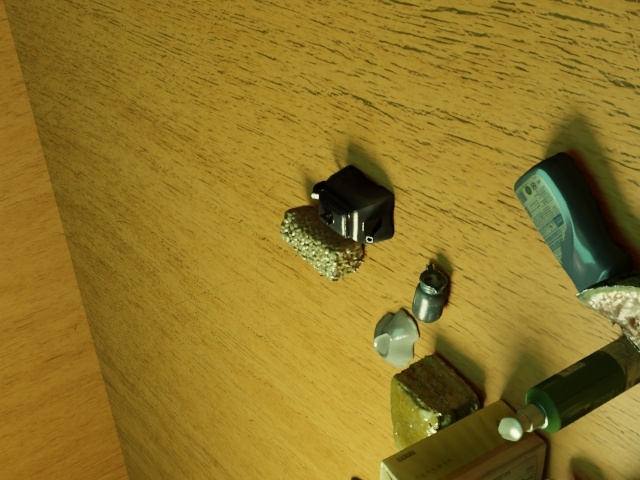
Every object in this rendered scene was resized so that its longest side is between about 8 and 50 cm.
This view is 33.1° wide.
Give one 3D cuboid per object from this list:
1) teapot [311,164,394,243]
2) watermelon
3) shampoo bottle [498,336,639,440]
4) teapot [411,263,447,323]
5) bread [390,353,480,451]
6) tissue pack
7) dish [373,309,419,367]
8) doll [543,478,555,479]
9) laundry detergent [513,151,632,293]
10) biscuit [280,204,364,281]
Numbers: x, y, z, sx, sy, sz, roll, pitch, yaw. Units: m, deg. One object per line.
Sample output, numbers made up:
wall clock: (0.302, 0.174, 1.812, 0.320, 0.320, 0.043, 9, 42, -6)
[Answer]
teapot: (0.043, -0.048, 1.715, 0.177, 0.096, 0.087, 40, 143, 42)
watermelon: (0.391, 0.088, 1.213, 0.187, 0.071, 0.139, 10, 132, 38)
shampoo bottle: (0.304, 0.184, 1.299, 0.065, 0.204, 0.065, 43, 146, 39)
teapot: (0.171, 0.081, 1.650, 0.049, 0.063, 0.083, 21, 133, 13)
bread: (0.181, 0.296, 1.730, 0.138, 0.102, 0.196, 45, 147, 41)
tissue pack: (0.207, 0.362, 1.585, 0.125, 0.234, 0.159, 42, 144, 43)
dish: (0.119, 0.167, 1.808, 0.091, 0.039, 0.137, 59, 154, 16)
doll: (0.231, 0.524, 1.507, 0.161, 0.423, 0.348, 42, 175, 19)
laundry detergent: (0.313, 0.000, 1.299, 0.206, 0.061, 0.096, 62, 150, 10)
biscuit: (0.000, 0.000, 1.847, 0.168, 0.082, 0.070, 41, 141, 42)
